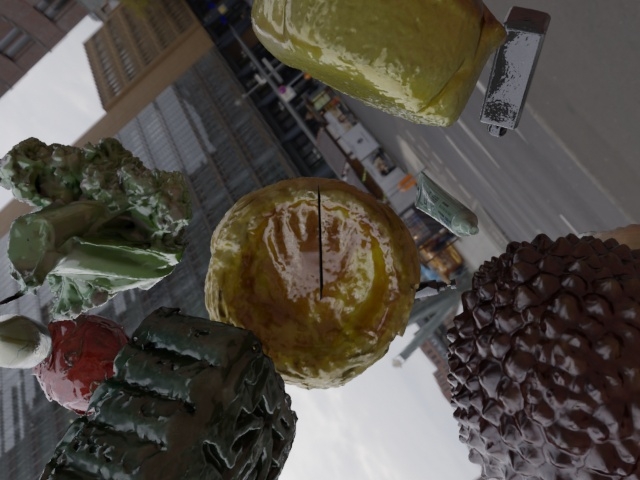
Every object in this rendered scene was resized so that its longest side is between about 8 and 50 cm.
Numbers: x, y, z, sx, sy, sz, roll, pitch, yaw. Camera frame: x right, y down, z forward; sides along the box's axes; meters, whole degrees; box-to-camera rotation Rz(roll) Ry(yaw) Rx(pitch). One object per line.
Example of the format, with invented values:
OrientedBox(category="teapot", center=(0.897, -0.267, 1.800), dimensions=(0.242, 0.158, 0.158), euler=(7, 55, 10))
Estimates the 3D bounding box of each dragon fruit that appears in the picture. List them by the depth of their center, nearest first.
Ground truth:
OrientedBox(category="dragon fruit", center=(-0.564, 0.289, 1.360), dimensions=(0.252, 0.241, 0.241), euler=(20, -177, 11))

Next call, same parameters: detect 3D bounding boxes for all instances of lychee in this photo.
OrientedBox(category="lychee", center=(0.278, 0.148, 0.585), dimensions=(0.330, 0.306, 0.306), euler=(38, -165, -39))

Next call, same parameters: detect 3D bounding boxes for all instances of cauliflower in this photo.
OrientedBox(category="cauliflower", center=(-0.286, -0.012, 0.685), dimensions=(0.315, 0.256, 0.239), euler=(-56, -41, -75))

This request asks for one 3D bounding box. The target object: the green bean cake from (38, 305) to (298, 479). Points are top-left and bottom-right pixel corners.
OrientedBox(category="green bean cake", center=(-0.135, 0.226, 0.562), dimensions=(0.241, 0.131, 0.255), euler=(78, -150, -42))

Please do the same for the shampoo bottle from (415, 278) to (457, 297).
OrientedBox(category="shampoo bottle", center=(0.188, 0.093, 1.073), dimensions=(0.048, 0.137, 0.027), euler=(50, -149, -62))

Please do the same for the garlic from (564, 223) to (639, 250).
OrientedBox(category="garlic", center=(0.582, 0.111, 1.085), dimensions=(0.312, 0.286, 0.249), euler=(22, -174, -13))

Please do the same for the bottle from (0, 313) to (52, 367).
OrientedBox(category="bottle", center=(-0.466, 0.149, 0.845), dimensions=(0.083, 0.083, 0.270), euler=(51, 163, 3))

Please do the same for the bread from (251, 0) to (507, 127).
OrientedBox(category="bread", center=(0.054, -0.228, 0.602), dimensions=(0.269, 0.148, 0.270), euler=(24, -171, -4))

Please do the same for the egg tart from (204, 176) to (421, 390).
OrientedBox(category="egg tart", center=(-0.015, 0.073, 1.021), dimensions=(0.388, 0.387, 0.169), euler=(50, -174, -5))

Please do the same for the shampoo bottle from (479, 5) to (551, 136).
OrientedBox(category="shampoo bottle", center=(0.364, -0.309, 1.085), dimensions=(0.079, 0.080, 0.246), euler=(19, 140, 17))

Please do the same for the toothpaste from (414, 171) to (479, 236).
OrientedBox(category="toothpaste", center=(0.191, -0.052, 0.886), dimensions=(0.218, 0.041, 0.064), euler=(-119, 32, -66))

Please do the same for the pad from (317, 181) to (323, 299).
OrientedBox(category="pad", center=(0.000, 0.000, 0.698), dimensions=(0.190, 0.004, 0.128), euler=(-11, -80, -89))
